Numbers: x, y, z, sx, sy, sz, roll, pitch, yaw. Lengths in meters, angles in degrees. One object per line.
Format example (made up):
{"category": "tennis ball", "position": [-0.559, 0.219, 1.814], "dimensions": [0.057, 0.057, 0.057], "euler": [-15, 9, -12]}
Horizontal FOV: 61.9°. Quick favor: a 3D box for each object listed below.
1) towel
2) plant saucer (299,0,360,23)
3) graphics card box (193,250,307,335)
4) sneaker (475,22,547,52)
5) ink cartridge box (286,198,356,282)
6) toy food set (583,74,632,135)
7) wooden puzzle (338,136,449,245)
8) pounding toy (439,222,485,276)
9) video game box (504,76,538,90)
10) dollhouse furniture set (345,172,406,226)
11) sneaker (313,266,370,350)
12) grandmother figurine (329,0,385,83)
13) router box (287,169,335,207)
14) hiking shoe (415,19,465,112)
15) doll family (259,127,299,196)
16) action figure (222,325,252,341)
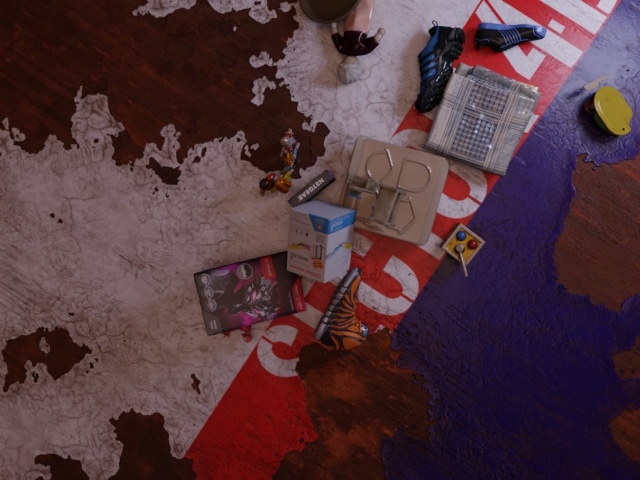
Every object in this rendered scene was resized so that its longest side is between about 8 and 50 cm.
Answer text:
{"category": "towel", "position": [0.553, -0.417, 1.833], "dimensions": [0.312, 0.056, 0.324], "euler": [22, 98, 4]}
{"category": "plant saucer", "position": [0.046, -0.886, 1.846], "dimensions": [0.277, 0.041, 0.278], "euler": [0, 89, 31]}
{"category": "graphics card box", "position": [-0.252, 0.186, 1.934], "dimensions": [0.370, 0.094, 0.233], "euler": [-13, 89, -9]}
{"category": "sneaker", "position": [0.651, -0.692, 1.837], "dimensions": [0.232, 0.081, 0.091], "euler": [7, 98, 12]}
{"category": "ink cartridge box", "position": [0.000, 0.000, 1.857], "dimensions": [0.171, 0.168, 0.233], "euler": [18, 115, 31]}
{"category": "toy food set", "position": [0.975, -0.452, 1.834], "dimensions": [0.128, 0.071, 0.218], "euler": [-35, 93, -17]}
{"category": "wooden puzzle", "position": [0.256, -0.177, 1.921], "dimensions": [0.347, 0.080, 0.322], "euler": [15, 96, -1]}
{"category": "pounding toy", "position": [0.503, 0.032, 1.897], "dimensions": [0.130, 0.100, 0.141], "euler": [37, 97, 2]}
{"category": "video game box", "position": [0.628, -0.475, 1.871], "dimensions": [0.205, 0.048, 0.187], "euler": [18, 99, 4]}
{"category": "dollhouse furniture set", "position": [0.178, -0.139, 1.839], "dimensions": [0.183, 0.129, 0.129], "euler": [22, 97, 23]}
{"category": "sneaker", "position": [0.117, 0.262, 1.957], "dimensions": [0.180, 0.124, 0.321], "euler": [26, 107, -1]}
{"category": "grandmother figurine", "position": [0.128, -0.726, 1.877], "dimensions": [0.207, 0.104, 0.343], "euler": [17, 100, 31]}
{"category": "router box", "position": [-0.029, -0.181, 1.915], "dimensions": [0.179, 0.133, 0.046], "euler": [-39, 91, 7]}
{"category": "hiking shoe", "position": [0.394, -0.599, 1.870], "dimensions": [0.132, 0.113, 0.304], "euler": [31, 105, 33]}
{"category": "doll family", "position": [-0.121, -0.258, 1.901], "dimensions": [0.118, 0.163, 0.263], "euler": [26, 97, 3]}
{"category": "action figure", "position": [-0.355, 0.269, 2.007], "dimensions": [0.139, 0.091, 0.280], "euler": [-27, 91, 1]}
